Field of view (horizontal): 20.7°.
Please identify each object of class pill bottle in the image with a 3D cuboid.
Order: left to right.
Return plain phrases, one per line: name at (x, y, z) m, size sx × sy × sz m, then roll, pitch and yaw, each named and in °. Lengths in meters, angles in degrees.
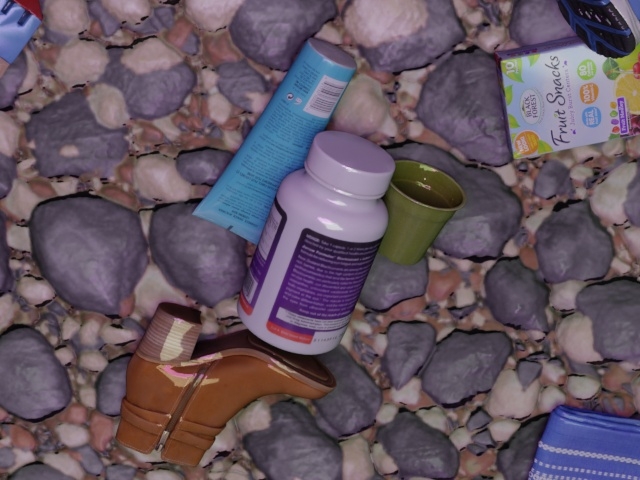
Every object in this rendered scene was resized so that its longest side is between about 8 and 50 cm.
pill bottle at (0.000, 0.000, 1.625) m, size 0.108 × 0.108 × 0.193 m, roll 16°, pitch 117°, yaw -11°

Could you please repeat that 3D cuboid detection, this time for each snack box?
snack box at (0.242, -0.140, 1.647) m, size 0.141 × 0.037 × 0.100 m, roll -11°, pitch 110°, yaw -1°

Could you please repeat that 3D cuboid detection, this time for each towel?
towel at (0.314, 0.338, 1.832) m, size 0.243 × 0.040 × 0.336 m, roll 11°, pitch 109°, yaw -9°

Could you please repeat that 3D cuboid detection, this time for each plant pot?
plant pot at (0.085, -0.022, 1.660) m, size 0.083 × 0.083 × 0.079 m, roll 17°, pitch 120°, yaw -12°

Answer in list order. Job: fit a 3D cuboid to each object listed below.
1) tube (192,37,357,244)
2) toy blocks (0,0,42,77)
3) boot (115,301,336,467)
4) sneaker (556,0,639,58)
tube at (-0.038, -0.090, 1.636) m, size 0.080 × 0.052 × 0.207 m, roll 27°, pitch 111°, yaw -12°
toy blocks at (-0.421, -0.186, 1.510) m, size 0.381 × 0.191 × 0.261 m, roll 35°, pitch 92°, yaw -16°
boot at (-0.096, 0.158, 1.709) m, size 0.197 × 0.073 × 0.152 m, roll 20°, pitch 106°, yaw 0°
sneaker at (0.232, -0.268, 1.590) m, size 0.081 × 0.080 × 0.211 m, roll -43°, pitch 104°, yaw -26°
